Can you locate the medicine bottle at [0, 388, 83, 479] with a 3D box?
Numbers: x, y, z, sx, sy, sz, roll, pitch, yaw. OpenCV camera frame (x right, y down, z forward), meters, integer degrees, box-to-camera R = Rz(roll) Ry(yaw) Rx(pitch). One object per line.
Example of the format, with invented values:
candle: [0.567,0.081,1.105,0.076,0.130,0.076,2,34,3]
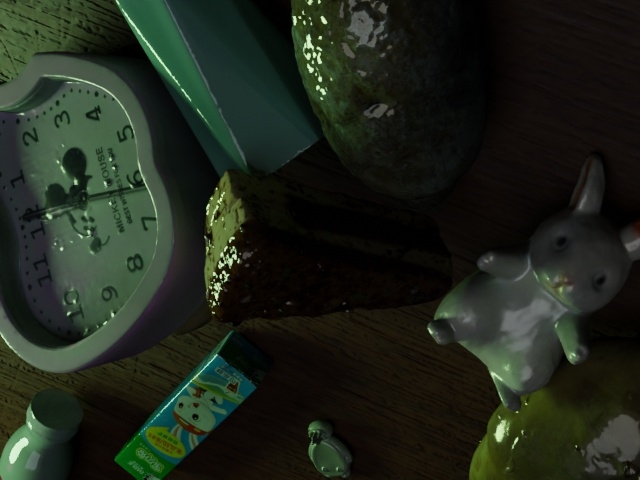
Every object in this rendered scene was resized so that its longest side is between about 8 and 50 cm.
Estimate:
medicine bottle: [-0.361,0.282,2.029,0.090,0.090,0.217,31,129,5]

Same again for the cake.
cake: [0.011,-0.004,1.510,0.246,0.112,0.135,-6,145,-7]

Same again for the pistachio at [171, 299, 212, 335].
pistachio: [-0.154,0.035,1.740,0.124,0.124,0.185,36,121,0]

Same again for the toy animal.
toy animal: [0.229,0.035,1.537,0.140,0.138,0.282,44,129,0]

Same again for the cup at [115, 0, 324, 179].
cup: [-0.095,-0.176,1.559,0.236,0.134,0.148,54,156,-8]

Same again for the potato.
potato: [0.271,0.218,1.641,0.191,0.141,0.296,44,132,-6]

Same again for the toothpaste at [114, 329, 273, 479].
toothpaste: [-0.153,0.206,1.900,0.065,0.050,0.267,39,131,-6]

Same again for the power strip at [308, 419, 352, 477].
power strip: [0.007,0.248,1.860,0.055,0.035,0.083,-3,122,28]

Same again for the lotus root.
lotus root: [0.071,-0.159,1.468,0.175,0.175,0.349,1,130,26]

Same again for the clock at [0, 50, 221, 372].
clock: [-0.248,-0.035,1.669,0.338,0.102,0.338,4,97,35]
